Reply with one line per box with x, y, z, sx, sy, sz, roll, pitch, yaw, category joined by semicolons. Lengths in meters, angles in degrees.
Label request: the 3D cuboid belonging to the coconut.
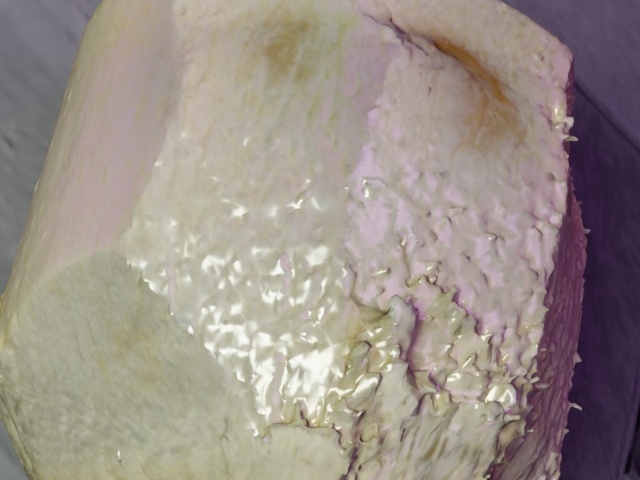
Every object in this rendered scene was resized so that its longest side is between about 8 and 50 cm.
0.000;0.000;0.652;0.297;0.297;0.309;27;63;-34;coconut
